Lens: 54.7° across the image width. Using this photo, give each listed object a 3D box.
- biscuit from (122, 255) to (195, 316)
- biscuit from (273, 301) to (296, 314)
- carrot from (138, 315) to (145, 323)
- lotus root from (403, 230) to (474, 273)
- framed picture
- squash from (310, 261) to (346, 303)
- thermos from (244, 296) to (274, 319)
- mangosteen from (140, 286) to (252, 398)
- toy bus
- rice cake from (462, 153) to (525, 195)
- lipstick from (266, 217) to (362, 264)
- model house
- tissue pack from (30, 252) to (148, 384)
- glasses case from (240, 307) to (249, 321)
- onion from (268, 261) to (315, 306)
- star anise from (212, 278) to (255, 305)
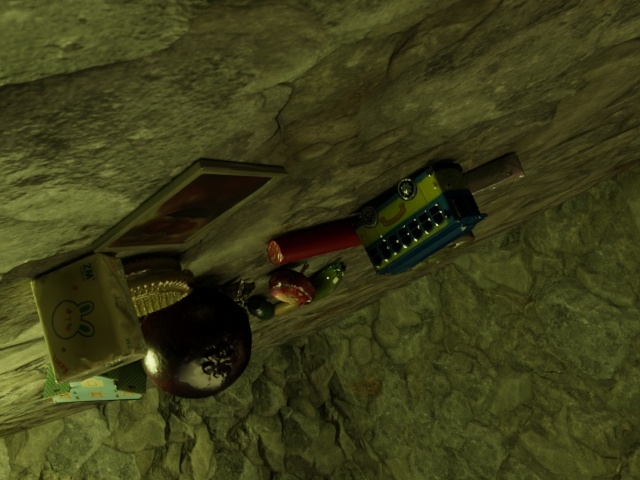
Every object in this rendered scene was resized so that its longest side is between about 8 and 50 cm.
[{"bbox_3d":[-0.388,0.106,1.279,0.259,0.079,0.259,-22,167,-5],"label":"biscuit"},{"bbox_3d":[-0.091,0.237,2.433,0.164,0.047,0.208,-9,162,-45],"label":"biscuit"},{"bbox_3d":[-0.454,0.211,1.723,0.142,0.035,0.035,-18,168,0],"label":"carrot"},{"bbox_3d":[0.360,0.025,2.218,0.374,0.111,0.390,-9,163,-34],"label":"lotus root"},{"bbox_3d":[-0.220,-0.054,1.051,0.289,0.020,0.211,-31,166,31],"label":"framed picture"},{"bbox_3d":[0.007,0.154,2.175,0.087,0.087,0.331,-14,163,-35],"label":"squash"},{"bbox_3d":[-0.213,0.233,2.167,0.073,0.083,0.188,-44,167,-6],"label":"thermos"},{"bbox_3d":[-0.324,0.254,1.599,0.297,0.297,0.293,-20,-149,-11],"label":"mangosteen"},{"bbox_3d":[0.233,-0.049,1.487,0.138,0.175,0.287,-8,158,-47],"label":"toy bus"},{"bbox_3d":[0.348,-0.123,1.637,0.399,0.070,0.064,-24,164,5],"label":"rice cake"},{"bbox_3d":[0.000,0.001,1.548,0.279,0.073,0.073,-13,165,-33],"label":"lipstick"},{"bbox_3d":[-0.581,0.313,1.601,0.270,0.178,0.206,2,147,-8],"label":"model house"},{"bbox_3d":[-0.411,0.136,1.096,0.148,0.196,0.092,-22,166,5],"label":"tissue pack"},{"bbox_3d":[-0.384,0.328,2.232,0.131,0.074,0.323,-10,162,-41],"label":"glasses case"},{"bbox_3d":[-0.076,0.120,1.877,0.150,0.140,0.150,16,152,9],"label":"onion"},{"bbox_3d":[-0.278,0.165,1.763,0.207,0.063,0.172,-17,165,-23],"label":"star anise"}]
